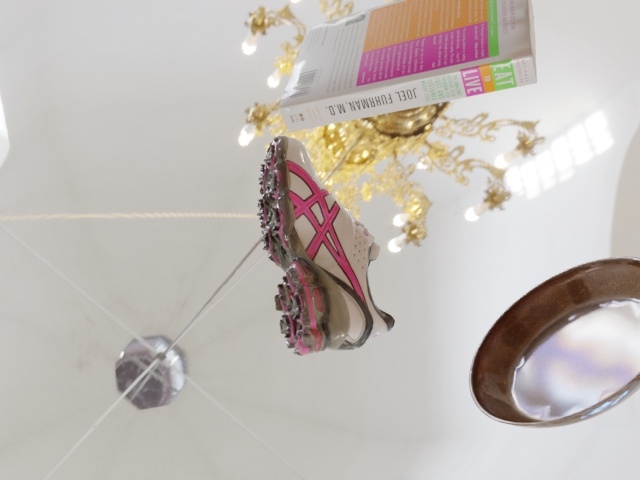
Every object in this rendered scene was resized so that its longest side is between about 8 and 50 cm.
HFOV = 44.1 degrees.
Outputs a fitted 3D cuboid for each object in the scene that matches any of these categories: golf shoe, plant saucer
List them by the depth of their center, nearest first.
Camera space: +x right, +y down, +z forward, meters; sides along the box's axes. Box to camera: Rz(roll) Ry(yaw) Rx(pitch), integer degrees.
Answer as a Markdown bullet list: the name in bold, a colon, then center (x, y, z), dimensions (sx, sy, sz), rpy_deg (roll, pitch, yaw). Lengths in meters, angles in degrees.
- **golf shoe**: center (0.000, 0.000, 0.619), dimensions (0.086, 0.067, 0.186), rpy_deg (-4, -116, -20)
- **plant saucer**: center (0.223, 0.094, 0.689), dimensions (0.198, 0.199, 0.036), rpy_deg (-47, -71, -20)

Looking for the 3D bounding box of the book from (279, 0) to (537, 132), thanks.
- **book**: center (0.053, -0.112, 0.473), dimensions (0.144, 0.035, 0.096), rpy_deg (-8, -140, 20)
